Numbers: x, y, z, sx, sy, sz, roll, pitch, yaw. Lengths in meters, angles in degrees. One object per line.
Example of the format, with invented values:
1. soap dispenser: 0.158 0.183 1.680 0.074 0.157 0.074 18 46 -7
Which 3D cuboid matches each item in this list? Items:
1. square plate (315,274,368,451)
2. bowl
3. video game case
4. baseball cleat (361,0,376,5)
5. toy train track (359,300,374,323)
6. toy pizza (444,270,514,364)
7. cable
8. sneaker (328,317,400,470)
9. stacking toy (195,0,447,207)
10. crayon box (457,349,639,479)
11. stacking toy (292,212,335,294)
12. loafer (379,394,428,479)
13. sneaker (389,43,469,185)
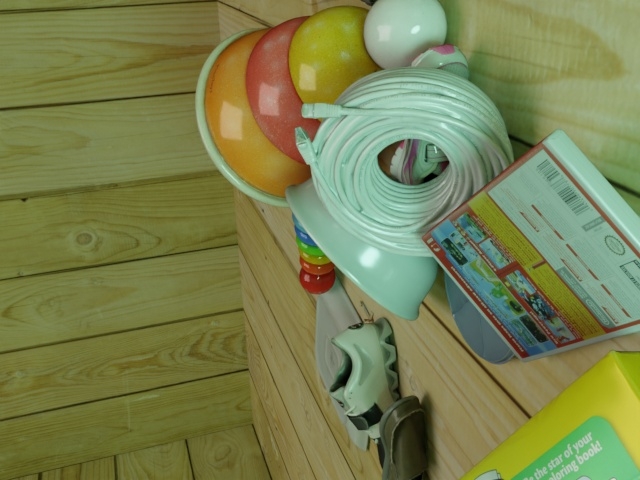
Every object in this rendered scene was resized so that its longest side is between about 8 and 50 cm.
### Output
1. square plate: 0.049 0.293 1.668 0.344 0.049 0.347 -119 25 -52
2. bowl: 0.094 -0.024 1.066 0.134 0.298 0.298 -45 37 13
3. video game case: 0.235 0.025 0.715 0.204 0.025 0.285 50 156 5
4. baseball cleat: 0.089 -0.491 1.086 0.109 0.072 0.206 50 153 39
5. toy train track: 0.101 0.166 1.477 0.083 0.014 0.048 -116 23 -48
6. toy pizza: 0.232 0.072 0.929 0.201 0.032 0.201 170 90 -75
7. cable: 0.115 -0.094 0.853 0.089 0.257 0.257 -75 -26 -50
8. sneaker: 0.091 0.336 1.376 0.122 0.146 0.331 168 92 -73
9. stacking toy: 0.029 -0.261 1.097 0.480 0.350 0.351 -15 84 58
10. crayon box: 0.266 0.335 0.626 0.363 0.106 0.313 -57 39 37
11. stacking toy: 0.000 0.000 1.544 0.141 0.141 0.330 -115 18 -45
12. loafer: 0.171 0.400 1.253 0.087 0.094 0.251 40 142 50
13. sneaker: 0.169 -0.149 0.929 0.252 0.102 0.111 88 160 -45
